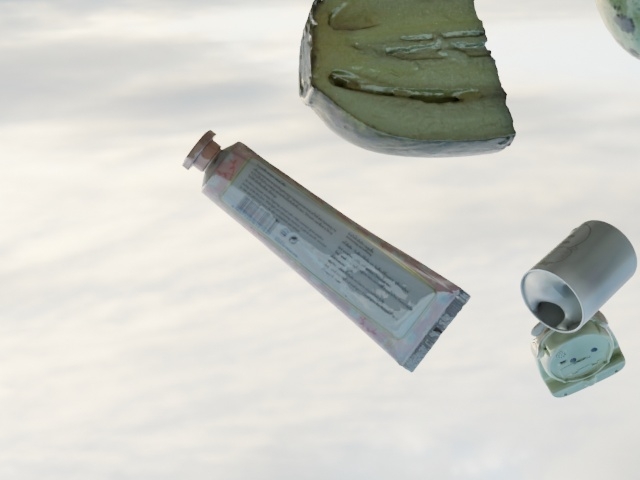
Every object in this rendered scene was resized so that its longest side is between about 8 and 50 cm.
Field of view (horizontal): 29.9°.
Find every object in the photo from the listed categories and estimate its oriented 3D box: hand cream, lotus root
[{"bbox_3d":[0.000,0.000,0.806,0.209,0.067,0.043,38,179,-4],"label":"hand cream"},{"bbox_3d":[0.091,-0.217,1.605,0.260,0.267,0.149,-9,162,-18],"label":"lotus root"}]

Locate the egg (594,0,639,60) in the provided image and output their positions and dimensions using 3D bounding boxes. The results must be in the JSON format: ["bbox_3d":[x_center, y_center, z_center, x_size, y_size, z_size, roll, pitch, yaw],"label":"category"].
[{"bbox_3d":[0.443,-0.345,1.576,0.177,0.228,0.177,-6,-158,2],"label":"egg"}]

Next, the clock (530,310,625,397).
[{"bbox_3d":[0.451,0.189,2.134,0.151,0.191,0.062,-26,-137,6],"label":"clock"}]

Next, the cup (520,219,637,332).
[{"bbox_3d":[0.325,0.043,1.577,0.133,0.099,0.136,-38,-149,-30],"label":"cup"}]
